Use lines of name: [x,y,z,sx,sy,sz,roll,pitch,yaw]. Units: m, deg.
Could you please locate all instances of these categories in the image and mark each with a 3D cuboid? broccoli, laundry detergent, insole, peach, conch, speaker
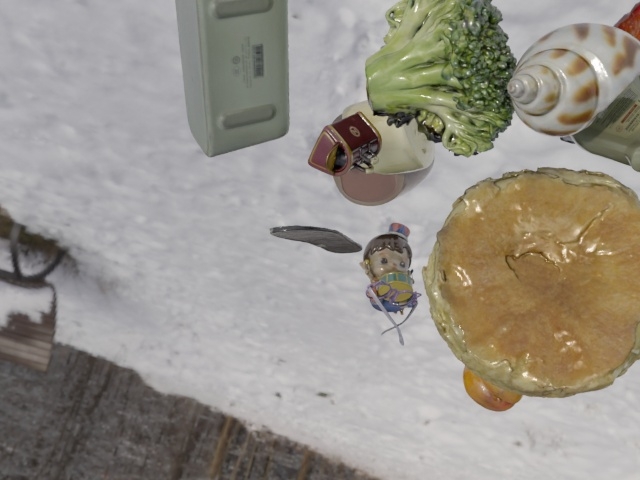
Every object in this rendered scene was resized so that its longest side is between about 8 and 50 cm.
broccoli: [0.226,-0.326,1.328,0.271,0.324,0.334,7,142,12]
laundry detergent: [0.543,-0.203,1.222,0.091,0.181,0.253,34,-171,-42]
insole: [0.000,0.000,1.364,0.110,0.012,0.309,-7,169,20]
peach: [0.379,0.298,1.559,0.138,0.138,0.138,15,168,3]
conch: [0.377,-0.248,1.110,0.149,0.275,0.183,47,141,-2]
speaker: [-0.173,-0.383,1.453,0.184,0.406,0.183,-15,-143,-21]

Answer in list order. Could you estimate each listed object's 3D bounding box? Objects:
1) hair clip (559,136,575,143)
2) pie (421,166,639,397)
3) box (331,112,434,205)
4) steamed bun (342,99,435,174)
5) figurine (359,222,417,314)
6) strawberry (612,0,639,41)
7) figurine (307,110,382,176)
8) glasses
hair clip: [0.526,-0.315,1.527,0.140,0.220,0.054,9,162,-18]
pie: [0.307,0.050,0.982,0.339,0.340,0.083,14,168,9]
box: [0.193,-0.261,2.169,0.301,0.301,0.216,4,-164,42]
steamed bun: [0.169,-0.248,1.800,0.200,0.155,0.250,-8,154,28]
figurine: [0.198,0.071,2.063,0.161,0.276,0.158,12,139,-17]
strawberry: [0.652,-0.393,1.476,0.097,0.228,0.174,-15,-145,-9]
figurine: [0.049,-0.147,1.228,0.098,0.154,0.082,39,126,11]
glasses: [0.151,0.145,1.433,0.139,0.104,0.062,22,131,-36]
